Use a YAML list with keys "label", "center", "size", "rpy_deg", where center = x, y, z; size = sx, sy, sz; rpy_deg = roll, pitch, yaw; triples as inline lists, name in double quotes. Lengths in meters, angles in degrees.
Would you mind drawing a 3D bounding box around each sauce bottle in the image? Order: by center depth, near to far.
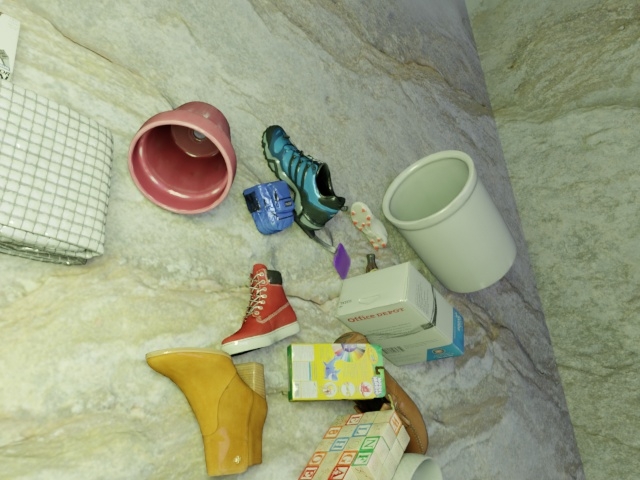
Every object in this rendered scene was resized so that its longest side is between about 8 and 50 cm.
- label: "sauce bottle"
  center: [0.155, 0.102, 1.606]
  size: [0.042, 0.042, 0.128]
  rpy_deg: [18, 61, -48]

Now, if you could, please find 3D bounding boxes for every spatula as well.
- label: "spatula"
  center: [0.000, 0.000, 1.457]
  size: [0.296, 0.030, 0.084]
  rpy_deg: [45, 47, -32]

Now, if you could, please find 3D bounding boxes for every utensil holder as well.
- label: "utensil holder"
  center: [0.447, -0.054, 1.824]
  size: [0.385, 0.328, 0.327]
  rpy_deg: [48, 42, -30]

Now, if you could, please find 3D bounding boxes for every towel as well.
- label: "towel"
  center: [-0.467, -0.100, 0.814]
  size: [0.284, 0.121, 0.234]
  rpy_deg: [21, 61, -47]

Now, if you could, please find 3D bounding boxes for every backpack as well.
- label: "backpack"
  center: [-0.115, -0.077, 1.283]
  size: [0.098, 0.101, 0.120]
  rpy_deg: [-19, 93, -48]

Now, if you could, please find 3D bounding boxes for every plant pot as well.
- label: "plant pot"
  center: [-0.259, -0.184, 1.078]
  size: [0.201, 0.201, 0.180]
  rpy_deg: [48, 26, -28]

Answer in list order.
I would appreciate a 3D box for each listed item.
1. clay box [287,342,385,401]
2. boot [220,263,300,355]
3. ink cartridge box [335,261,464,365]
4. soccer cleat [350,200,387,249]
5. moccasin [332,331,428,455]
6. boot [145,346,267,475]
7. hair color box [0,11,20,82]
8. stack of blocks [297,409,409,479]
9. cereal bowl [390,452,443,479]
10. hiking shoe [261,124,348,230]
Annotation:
- label: "clay box"
  center: [0.036, 0.305, 1.252]
  size: [0.222, 0.053, 0.127]
  rpy_deg: [4, 68, -16]
- label: "boot"
  center: [-0.145, 0.143, 1.157]
  size: [0.244, 0.088, 0.176]
  rpy_deg: [-13, 85, -62]
- label: "ink cartridge box"
  center: [0.225, 0.212, 1.492]
  size: [0.307, 0.223, 0.129]
  rpy_deg: [43, 44, -34]
- label: "soccer cleat"
  center: [0.149, -0.055, 1.656]
  size: [0.196, 0.068, 0.076]
  rpy_deg: [53, 34, -34]
- label: "moccasin"
  center: [0.146, 0.414, 1.369]
  size: [0.380, 0.139, 0.147]
  rpy_deg: [60, 38, -14]
- label: "boot"
  center: [-0.199, 0.317, 0.988]
  size: [0.295, 0.104, 0.211]
  rpy_deg: [29, 52, -48]
- label: "hair color box"
  center: [-0.542, -0.292, 0.855]
  size: [0.093, 0.053, 0.167]
  rpy_deg: [19, 59, -47]
- label: "stack of blocks"
  center: [0.060, 0.510, 1.184]
  size: [0.087, 0.171, 0.297]
  rpy_deg: [62, 37, -12]
- label: "cereal bowl"
  center: [0.172, 0.664, 1.255]
  size: [0.339, 0.141, 0.338]
  rpy_deg: [2, 87, -59]
- label: "hiking shoe"
  center: [-0.037, -0.180, 1.379]
  size: [0.113, 0.132, 0.304]
  rpy_deg: [-16, 75, -57]
